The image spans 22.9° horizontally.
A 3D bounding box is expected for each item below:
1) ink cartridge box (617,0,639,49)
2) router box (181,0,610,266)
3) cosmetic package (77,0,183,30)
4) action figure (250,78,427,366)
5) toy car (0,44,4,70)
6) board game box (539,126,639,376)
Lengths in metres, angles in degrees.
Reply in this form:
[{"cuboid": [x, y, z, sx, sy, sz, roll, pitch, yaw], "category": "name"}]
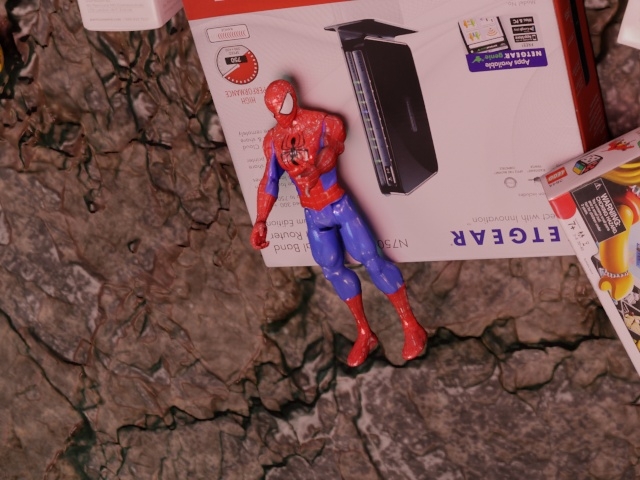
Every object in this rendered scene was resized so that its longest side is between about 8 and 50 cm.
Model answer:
[{"cuboid": [0.313, -0.238, 1.219, 0.109, 0.062, 0.209, 20, 126, 12], "category": "ink cartridge box"}, {"cuboid": [0.074, -0.129, 1.387, 0.335, 0.082, 0.301, -3, 119, 26], "category": "router box"}, {"cuboid": [-0.171, -0.308, 1.363, 0.085, 0.117, 0.231, 1, 120, 23], "category": "cosmetic package"}, {"cuboid": [0.000, 0.000, 1.369, 0.091, 0.139, 0.280, -11, 113, 28], "category": "action figure"}, {"cuboid": [-0.421, -0.151, 1.619, 0.239, 0.053, 0.225, 17, 127, 15], "category": "toy car"}, {"cuboid": [0.337, 0.033, 1.332, 0.193, 0.053, 0.305, -27, 114, 11], "category": "board game box"}]
